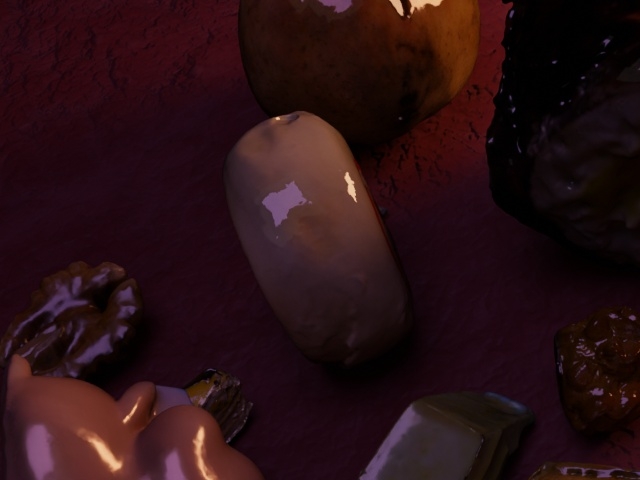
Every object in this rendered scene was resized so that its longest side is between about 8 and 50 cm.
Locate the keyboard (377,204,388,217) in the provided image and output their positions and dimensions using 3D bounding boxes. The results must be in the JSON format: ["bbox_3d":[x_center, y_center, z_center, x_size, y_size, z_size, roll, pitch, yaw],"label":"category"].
[{"bbox_3d":[-0.009,-0.041,1.577,0.176,0.014,0.055,22,61,33],"label":"keyboard"}]

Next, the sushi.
[{"bbox_3d":[0.318,-0.144,1.354,0.300,0.281,0.294,-17,45,29],"label":"sushi"}]

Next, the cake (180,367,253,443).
[{"bbox_3d":[-0.161,0.203,1.406,0.116,0.080,0.185,15,68,45],"label":"cake"}]

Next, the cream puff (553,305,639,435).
[{"bbox_3d":[0.262,0.116,1.281,0.094,0.122,0.116,-11,17,6],"label":"cream puff"}]

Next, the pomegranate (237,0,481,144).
[{"bbox_3d":[0.035,-0.239,1.567,0.281,0.281,0.281,-11,49,12],"label":"pomegranate"}]

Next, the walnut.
[{"bbox_3d":[-0.266,0.100,1.520,0.170,0.069,0.143,-41,51,-13],"label":"walnut"}]

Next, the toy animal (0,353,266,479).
[{"bbox_3d":[-0.169,0.226,1.255,0.256,0.195,0.212,6,45,-5],"label":"toy animal"}]

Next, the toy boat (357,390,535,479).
[{"bbox_3d":[0.089,0.234,1.263,0.111,0.084,0.276,22,63,36],"label":"toy boat"}]

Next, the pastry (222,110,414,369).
[{"bbox_3d":[-0.001,-0.002,1.392,0.133,0.264,0.264,-25,47,2],"label":"pastry"}]

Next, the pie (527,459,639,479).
[{"bbox_3d":[0.298,0.259,1.176,0.283,0.068,0.128,10,57,23],"label":"pie"}]
